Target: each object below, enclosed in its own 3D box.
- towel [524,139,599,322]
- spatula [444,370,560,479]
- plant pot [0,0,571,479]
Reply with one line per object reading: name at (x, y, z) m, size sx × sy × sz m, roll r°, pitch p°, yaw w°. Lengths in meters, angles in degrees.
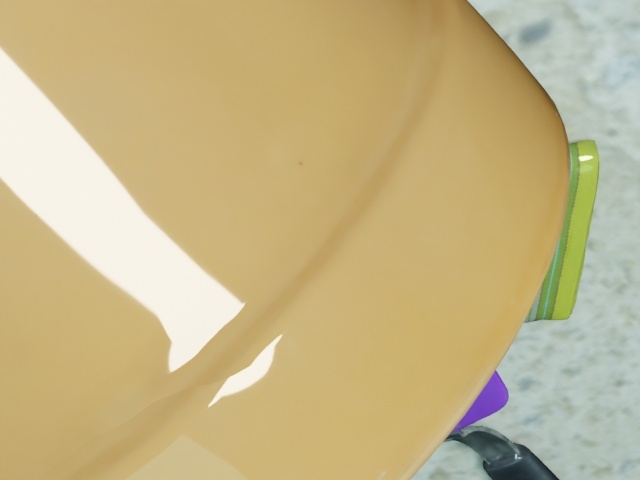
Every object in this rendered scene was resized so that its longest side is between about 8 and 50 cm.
towel at (0.000, 0.000, 0.771) m, size 0.237 × 0.021 × 0.102 m, roll -3°, pitch 134°, yaw -6°
spatula at (0.083, 0.105, 0.877) m, size 0.084 × 0.030 × 0.296 m, roll -22°, pitch 143°, yaw 21°
plant pot at (-0.097, -0.028, 0.552) m, size 0.291 × 0.291 × 0.203 m, roll -29°, pitch 118°, yaw 21°
